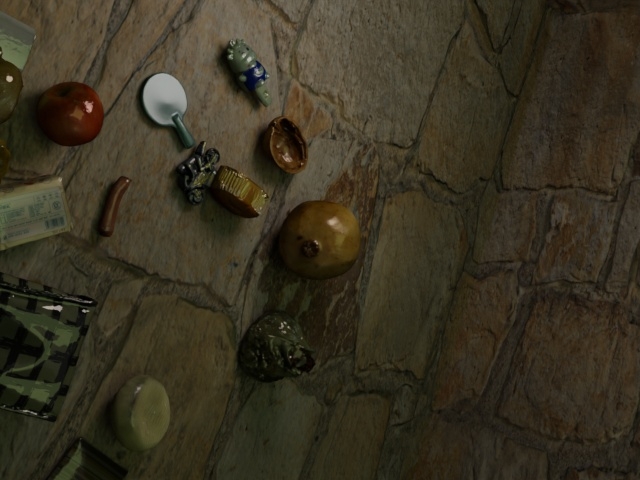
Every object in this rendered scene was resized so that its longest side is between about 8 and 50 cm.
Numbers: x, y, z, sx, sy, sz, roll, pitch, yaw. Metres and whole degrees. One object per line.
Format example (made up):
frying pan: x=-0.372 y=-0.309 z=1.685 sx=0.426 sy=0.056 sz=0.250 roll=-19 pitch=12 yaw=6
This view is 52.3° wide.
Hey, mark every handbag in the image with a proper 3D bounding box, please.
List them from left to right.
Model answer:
handbag: x=-0.763 y=0.254 z=1.605 sx=0.326 sy=0.162 sz=0.326 roll=25 pitch=77 yaw=-39

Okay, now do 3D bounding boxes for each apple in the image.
apple: x=-0.630 y=-0.317 z=1.646 sx=0.163 sy=0.163 sz=0.139 roll=-43 pitch=141 yaw=-32

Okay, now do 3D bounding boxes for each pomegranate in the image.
pomegranate: x=-0.002 y=-0.008 z=2.250 sx=0.307 sy=0.307 sz=0.308 roll=-9 pitch=103 yaw=-44

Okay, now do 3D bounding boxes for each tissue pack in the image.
tissue pack: x=-0.737 y=-0.073 z=1.621 sx=0.196 sy=0.092 sz=0.149 roll=-22 pitch=112 yaw=-43

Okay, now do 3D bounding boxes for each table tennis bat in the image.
table tennis bat: x=-0.438 y=-0.377 z=1.917 sx=0.149 sy=0.038 sz=0.237 roll=-47 pitch=122 yaw=-32

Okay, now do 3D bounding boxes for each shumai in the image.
shumai: x=-0.134 y=0.373 z=2.230 sx=0.189 sy=0.218 sz=0.256 roll=34 pitch=73 yaw=-52

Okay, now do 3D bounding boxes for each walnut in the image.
walnut: x=-0.131 y=-0.317 z=2.199 sx=0.167 sy=0.087 sz=0.211 roll=-58 pitch=134 yaw=-30

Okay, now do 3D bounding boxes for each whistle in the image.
whistle: x=-0.221 y=-0.532 z=2.068 sx=0.244 sy=0.092 sz=0.110 roll=57 pitch=47 yaw=-33

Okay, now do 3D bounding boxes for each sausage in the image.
sausage: x=-0.575 y=-0.095 z=1.813 sx=0.040 sy=0.047 sz=0.177 roll=28 pitch=77 yaw=-61

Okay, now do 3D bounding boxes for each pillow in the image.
pillow: x=-0.678 y=0.694 z=1.839 sx=0.212 sy=0.052 sz=0.208 roll=-55 pitch=128 yaw=-27

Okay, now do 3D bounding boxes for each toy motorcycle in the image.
toy motorcycle: x=-0.380 y=-0.211 z=1.985 sx=0.124 sy=0.061 sz=0.194 roll=30 pitch=77 yaw=-42

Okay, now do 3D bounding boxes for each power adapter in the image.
power adapter: x=-0.782 y=-0.473 z=1.484 sx=0.204 sy=0.125 sz=0.130 roll=25 pitch=80 yaw=-44

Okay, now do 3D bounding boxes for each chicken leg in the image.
chicken leg: x=-0.847 y=-0.265 z=1.404 sx=0.429 sy=0.201 sz=0.153 roll=-32 pitch=103 yaw=-18

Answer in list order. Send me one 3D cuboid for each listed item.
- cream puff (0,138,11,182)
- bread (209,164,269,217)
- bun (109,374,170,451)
cream puff: x=-0.812 y=-0.186 z=1.522 sx=0.146 sy=0.116 sz=0.146 roll=11 pitch=90 yaw=-71
bread: x=-0.260 y=-0.146 z=2.066 sx=0.190 sy=0.132 sz=0.114 roll=35 pitch=74 yaw=-41
bun: x=-0.540 y=0.504 z=1.906 sx=0.222 sy=0.127 sz=0.223 roll=-7 pitch=90 yaw=-66
